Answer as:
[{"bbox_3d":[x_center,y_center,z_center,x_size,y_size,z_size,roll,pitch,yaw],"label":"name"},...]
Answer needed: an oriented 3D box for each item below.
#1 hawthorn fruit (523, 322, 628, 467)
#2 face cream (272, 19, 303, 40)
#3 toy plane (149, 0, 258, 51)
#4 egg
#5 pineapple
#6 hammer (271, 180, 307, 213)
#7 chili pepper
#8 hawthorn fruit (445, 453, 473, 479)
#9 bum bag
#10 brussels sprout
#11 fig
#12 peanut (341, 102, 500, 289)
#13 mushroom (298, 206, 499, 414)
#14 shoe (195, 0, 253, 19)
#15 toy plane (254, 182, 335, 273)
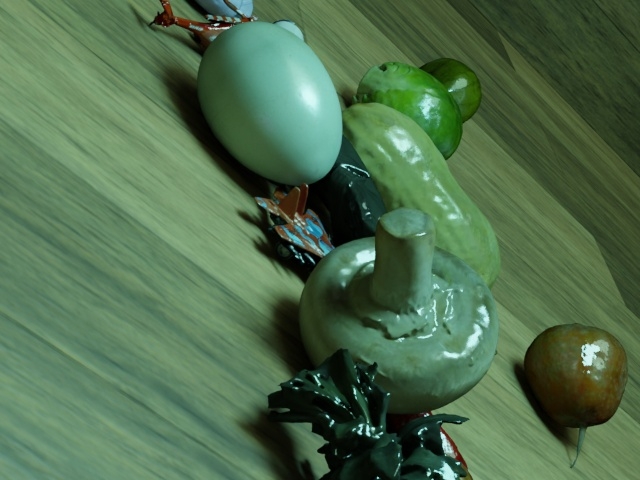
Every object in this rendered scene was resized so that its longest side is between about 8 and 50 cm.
[{"bbox_3d":[0.370,0.200,1.830,0.149,0.149,0.189,21,35,-55],"label":"hawthorn fruit"},{"bbox_3d":[-0.062,-0.227,1.781,0.092,0.058,0.243,50,24,-21],"label":"face cream"},{"bbox_3d":[-0.134,-0.254,1.646,0.126,0.077,0.194,50,27,9],"label":"toy plane"},{"bbox_3d":[-0.056,-0.156,1.520,0.209,0.151,0.151,60,21,14],"label":"egg"},{"bbox_3d":[0.078,0.227,1.147,0.310,0.170,0.141,53,-24,20],"label":"pineapple"},{"bbox_3d":[0.000,0.000,1.568,0.062,0.013,0.199,16,40,-59],"label":"hammer"},{"bbox_3d":[0.101,0.192,1.397,0.059,0.050,0.268,-12,62,-50],"label":"chili pepper"},{"bbox_3d":[0.136,0.250,1.325,0.103,0.066,0.066,17,33,-20],"label":"hawthorn fruit"},{"bbox_3d":[0.027,-0.057,1.601,0.142,0.080,0.326,80,-11,-49],"label":"bum bag"},{"bbox_3d":[0.138,-0.197,2.029,0.181,0.143,0.161,28,41,1],"label":"brussels sprout"},{"bbox_3d":[0.193,-0.243,2.320,0.133,0.185,0.126,46,-22,27],"label":"fig"},{"bbox_3d":[0.131,-0.057,1.775,0.319,0.147,0.147,48,20,-14],"label":"peanut"},{"bbox_3d":[0.082,0.059,1.322,0.207,0.215,0.207,3,42,-2],"label":"mushroom"},{"bbox_3d":[-0.147,-0.391,1.833,0.137,0.095,0.245,45,24,-26],"label":"shoe"},{"bbox_3d":[-0.001,0.019,1.468,0.189,0.061,0.130,56,19,1],"label":"toy plane"}]
